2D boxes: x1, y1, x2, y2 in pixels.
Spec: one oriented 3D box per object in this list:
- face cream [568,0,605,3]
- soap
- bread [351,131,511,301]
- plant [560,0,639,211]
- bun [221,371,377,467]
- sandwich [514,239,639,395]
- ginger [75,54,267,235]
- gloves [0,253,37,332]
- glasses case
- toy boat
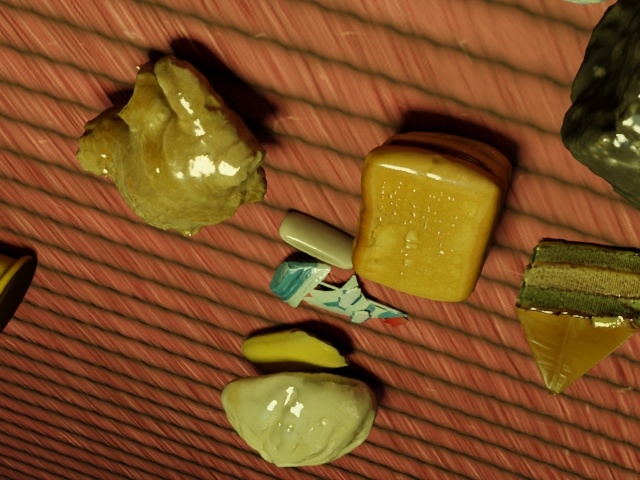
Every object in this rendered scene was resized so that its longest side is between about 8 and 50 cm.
[{"bbox_3d":[0.170,-0.231,0.734,0.075,0.075,0.229,19,150,6],"label":"face cream"},{"bbox_3d":[-0.022,0.128,1.504,0.089,0.033,0.168,31,152,-32],"label":"soap"},{"bbox_3d":[0.093,-0.023,1.130,0.116,0.077,0.200,19,149,9],"label":"bread"},{"bbox_3d":[0.323,-0.056,0.818,0.320,0.182,0.194,26,145,-10],"label":"plant"},{"bbox_3d":[-0.028,0.209,1.526,0.183,0.102,0.183,1,164,0],"label":"bun"},{"bbox_3d":[0.251,0.080,1.190,0.113,0.079,0.163,7,147,27],"label":"sandwich"},{"bbox_3d":[-0.131,-0.072,1.175,0.157,0.102,0.216,40,147,-16],"label":"ginger"},{"bbox_3d":[-0.489,0.001,1.556,0.294,0.116,0.133,30,144,0],"label":"gloves"},{"bbox_3d":[0.000,0.000,1.277,0.083,0.032,0.021,25,146,-6],"label":"glasses case"},{"bbox_3d":[0.012,0.057,1.380,0.149,0.034,0.105,28,150,-36],"label":"toy boat"}]
